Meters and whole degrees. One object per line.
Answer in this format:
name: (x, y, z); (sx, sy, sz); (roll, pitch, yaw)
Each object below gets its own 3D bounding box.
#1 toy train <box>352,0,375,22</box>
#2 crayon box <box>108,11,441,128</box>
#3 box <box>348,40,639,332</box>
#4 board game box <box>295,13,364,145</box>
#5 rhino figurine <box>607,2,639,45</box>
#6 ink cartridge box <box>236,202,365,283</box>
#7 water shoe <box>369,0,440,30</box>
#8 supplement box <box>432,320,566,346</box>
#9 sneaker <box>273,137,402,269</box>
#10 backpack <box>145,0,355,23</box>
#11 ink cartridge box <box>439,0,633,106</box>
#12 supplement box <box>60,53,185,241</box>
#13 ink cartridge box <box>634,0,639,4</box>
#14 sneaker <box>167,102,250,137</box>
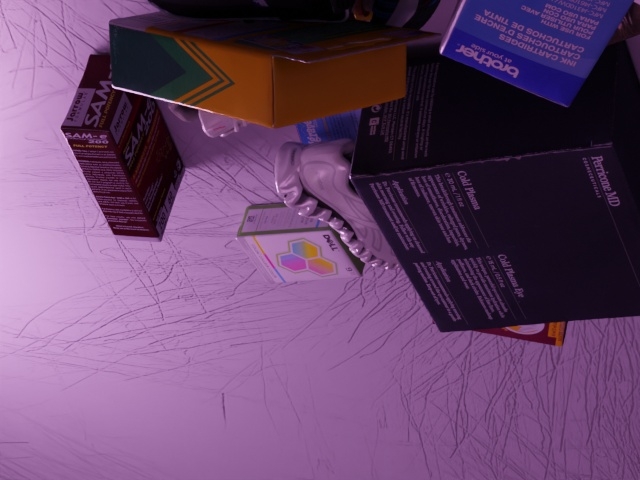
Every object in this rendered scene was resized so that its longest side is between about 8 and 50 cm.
toy train: (0.009, -0.270, 1.885); (0.125, 0.046, 0.166); (-26, 117, 35)
crayon box: (-0.053, -0.194, 1.797); (0.323, 0.203, 0.083); (17, 114, 43)
box: (0.247, -0.060, 1.989); (0.312, 0.179, 0.343); (-5, 143, 23)
board game box: (0.024, -0.193, 2.044); (0.145, 0.027, 0.281); (3, 145, 16)
rhino figurine: (0.295, -0.251, 1.805); (0.243, 0.073, 0.106); (-3, 148, 22)
ink cartridge box: (0.000, 0.000, 2.304); (0.209, 0.062, 0.109); (-4, 141, 27)
water shoe: (0.090, -0.283, 1.804); (0.080, 0.073, 0.203); (52, 152, 9)
supplement box: (0.254, 0.074, 2.289); (0.188, 0.081, 0.104); (10, 146, 10)
sneaker: (0.071, -0.047, 2.140); (0.118, 0.110, 0.292); (-18, 147, 36)
backpack: (-0.093, -0.338, 1.730); (0.253, 0.191, 0.225); (-2, 145, 17)
ink cartridge box: (0.245, -0.319, 1.547); (0.151, 0.270, 0.395); (24, 146, -2)
supplement box: (-0.257, -0.119, 2.177); (0.073, 0.130, 0.239); (3, 146, 17)
ink cartridge box: (0.390, -0.301, 1.675); (0.090, 0.092, 0.143); (24, 145, -11)
sneaker: (-0.090, -0.167, 2.009); (0.232, 0.115, 0.090); (6, 143, 42)
